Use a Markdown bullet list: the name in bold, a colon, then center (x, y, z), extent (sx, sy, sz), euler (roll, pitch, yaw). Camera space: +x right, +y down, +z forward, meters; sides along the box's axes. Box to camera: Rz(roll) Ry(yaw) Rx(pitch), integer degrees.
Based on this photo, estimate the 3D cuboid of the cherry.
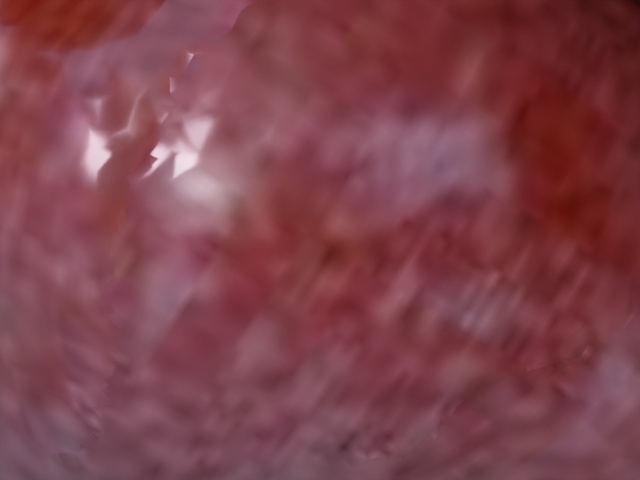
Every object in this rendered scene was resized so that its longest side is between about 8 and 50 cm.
- **cherry**: center (-0.003, 0.005, 0.711), extent (0.326, 0.335, 0.291), euler (-28, 45, 56)
